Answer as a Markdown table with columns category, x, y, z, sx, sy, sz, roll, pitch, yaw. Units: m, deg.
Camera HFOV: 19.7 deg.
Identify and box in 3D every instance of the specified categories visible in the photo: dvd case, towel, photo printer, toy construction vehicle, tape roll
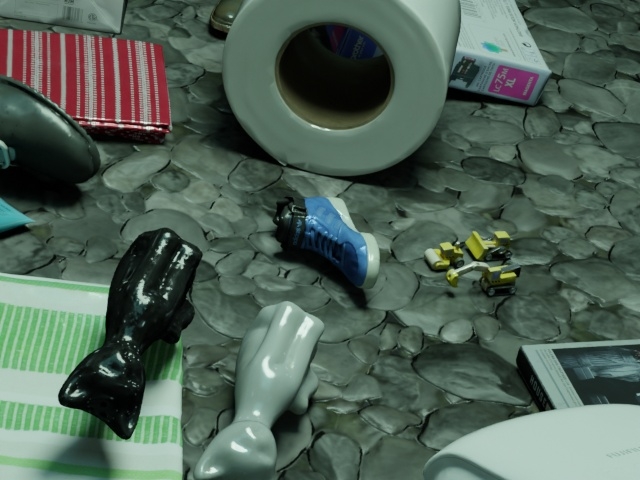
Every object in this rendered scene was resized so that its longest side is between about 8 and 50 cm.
| category | x | y | z | sx | sy | sz | roll | pitch | yaw |
| --- | --- | --- | --- | --- | --- | --- | --- | --- | --- |
| dvd case | 0.326 | 0.159 | 1.746 | 0.239 | 0.029 | 0.179 | -2 | 37 | -18 |
| towel | -0.241 | 0.136 | 1.606 | 0.248 | 0.038 | 0.325 | 7 | 34 | -8 |
| photo printer | 0.251 | 0.223 | 1.473 | 0.256 | 0.107 | 0.307 | -7 | 20 | -36 |
| towel | -0.308 | -0.177 | 2.048 | 0.275 | 0.031 | 0.199 | 4 | 35 | -12 |
| toy construction vehicle | 0.163 | 0.018 | 1.897 | 0.098 | 0.035 | 0.086 | -3 | 37 | -21 |
| tape roll | 0.026 | -0.215 | 2.013 | 0.246 | 0.246 | 0.169 | 13 | 35 | 2 |

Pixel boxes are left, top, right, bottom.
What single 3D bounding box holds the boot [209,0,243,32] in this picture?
| category | x | y | z | sx | sy | sz | roll | pitch | yaw |
| --- | --- | --- | --- | --- | --- | --- | --- | --- | --- |
| boot | -0.070 | -0.335 | 2.280 | 0.082 | 0.106 | 0.219 | 22 | 35 | 16 |

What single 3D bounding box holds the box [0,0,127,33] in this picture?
| category | x | y | z | sx | sy | sz | roll | pitch | yaw |
| --- | --- | --- | --- | --- | --- | --- | --- | --- | --- |
| box | -0.310 | -0.372 | 2.280 | 0.169 | 0.087 | 0.290 | 9 | 34 | -4 |

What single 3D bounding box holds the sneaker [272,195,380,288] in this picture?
| category | x | y | z | sx | sy | sz | roll | pitch | yaw |
| --- | --- | --- | --- | --- | --- | --- | --- | --- | --- |
| sneaker | 0.000 | 0.001 | 1.851 | 0.085 | 0.058 | 0.152 | 3 | 30 | -23 |

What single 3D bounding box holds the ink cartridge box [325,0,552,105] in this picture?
| category | x | y | z | sx | sy | sz | roll | pitch | yaw |
| --- | --- | --- | --- | --- | --- | --- | --- | --- | --- |
| ink cartridge box | 0.109 | -0.261 | 2.226 | 0.311 | 0.065 | 0.185 | 13 | 32 | -20 |

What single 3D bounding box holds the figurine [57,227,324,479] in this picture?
| category | x | y | z | sx | sy | sz | roll | pitch | yaw |
| --- | --- | --- | --- | --- | --- | --- | --- | --- | --- |
| figurine | -0.107 | 0.120 | 1.596 | 0.215 | 0.092 | 0.209 | 31 | 38 | -7 |

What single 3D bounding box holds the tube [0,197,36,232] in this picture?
| category | x | y | z | sx | sy | sz | roll | pitch | yaw |
| --- | --- | --- | --- | --- | --- | --- | --- | --- | --- |
| tube | -0.377 | -0.012 | 1.777 | 0.080 | 0.052 | 0.207 | 37 | 36 | 25 |

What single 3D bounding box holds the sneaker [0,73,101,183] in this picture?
| category | x | y | z | sx | sy | sz | roll | pitch | yaw |
| --- | --- | --- | --- | --- | --- | --- | --- | --- | --- |
| sneaker | -0.390 | -0.108 | 1.866 | 0.331 | 0.122 | 0.146 | 23 | 61 | 4 |
